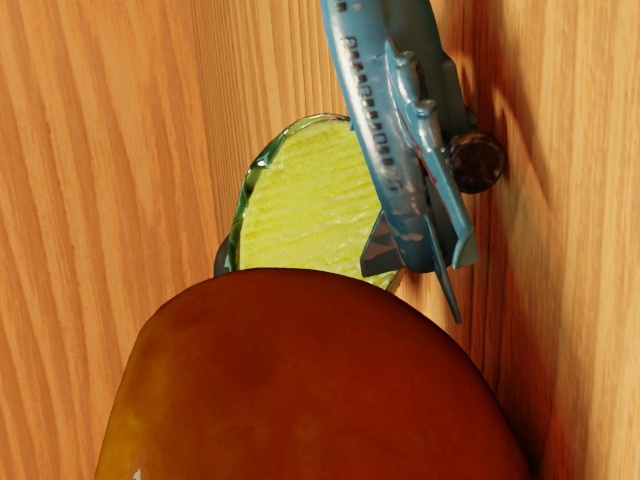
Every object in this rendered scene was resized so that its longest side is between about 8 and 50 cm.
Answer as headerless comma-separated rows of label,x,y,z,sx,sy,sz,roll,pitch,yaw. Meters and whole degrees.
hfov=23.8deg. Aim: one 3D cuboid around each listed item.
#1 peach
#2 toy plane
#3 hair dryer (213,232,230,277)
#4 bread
peach,-0.002,0.191,1.074,0.343,0.302,0.342,11,-90,-89
toy plane,0.057,-0.088,0.994,0.254,0.105,0.271,-119,22,-62
hair dryer,0.007,0.162,1.485,0.284,0.156,0.320,111,141,-54
bread,0.000,0.000,1.342,0.228,0.033,0.228,-10,76,44
